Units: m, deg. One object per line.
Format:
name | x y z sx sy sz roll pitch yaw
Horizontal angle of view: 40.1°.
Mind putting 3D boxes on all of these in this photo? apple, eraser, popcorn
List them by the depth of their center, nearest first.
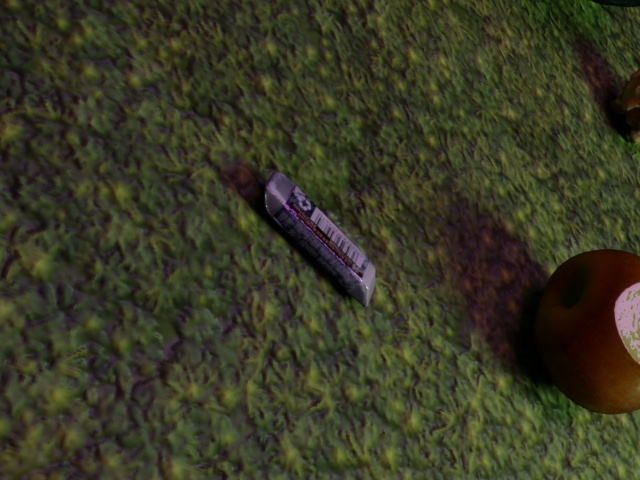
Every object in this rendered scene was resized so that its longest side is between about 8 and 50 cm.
eraser | 0.000 0.000 0.537 0.099 0.019 0.027 44 34 -13
apple | 0.202 0.063 0.618 0.102 0.099 0.114 44 73 -5
popcorn | 0.317 -0.127 0.829 0.057 0.083 0.082 -36 129 -73

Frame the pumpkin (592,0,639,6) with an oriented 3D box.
pumpkin | 0.326 -0.340 0.820 0.197 0.263 0.293 53 46 -13
